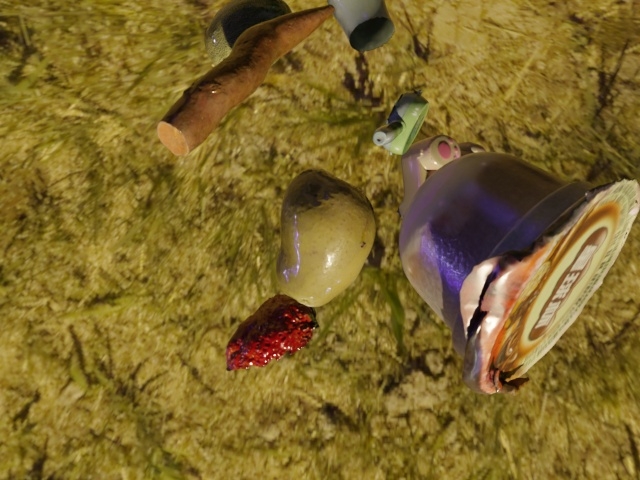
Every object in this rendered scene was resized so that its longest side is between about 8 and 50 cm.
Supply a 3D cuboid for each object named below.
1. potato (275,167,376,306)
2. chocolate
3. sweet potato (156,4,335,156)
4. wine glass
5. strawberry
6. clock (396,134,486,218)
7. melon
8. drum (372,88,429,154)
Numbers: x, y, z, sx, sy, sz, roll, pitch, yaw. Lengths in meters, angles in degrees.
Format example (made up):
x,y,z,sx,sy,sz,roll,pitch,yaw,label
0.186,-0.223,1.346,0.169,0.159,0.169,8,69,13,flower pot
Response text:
x,y,z,sx,sy,sz,roll,pitch,yaw,label
0.000,0.000,1.273,0.157,0.157,0.194,22,96,-4,potato
0.132,0.008,0.689,0.147,0.221,0.221,33,109,25,chocolate
-0.086,-0.206,1.030,0.059,0.281,0.067,48,146,-16,sweet potato
0.051,-0.406,1.423,0.093,0.093,0.202,-26,65,11,wine glass
-0.091,0.152,1.484,0.187,0.146,0.082,-35,105,-13,strawberry
0.304,-0.062,1.795,0.114,0.309,0.284,-19,73,49,clock
-0.134,-0.370,1.590,0.192,0.139,0.139,-28,105,32,melon
0.126,-0.183,1.551,0.049,0.253,0.130,29,126,9,drum
